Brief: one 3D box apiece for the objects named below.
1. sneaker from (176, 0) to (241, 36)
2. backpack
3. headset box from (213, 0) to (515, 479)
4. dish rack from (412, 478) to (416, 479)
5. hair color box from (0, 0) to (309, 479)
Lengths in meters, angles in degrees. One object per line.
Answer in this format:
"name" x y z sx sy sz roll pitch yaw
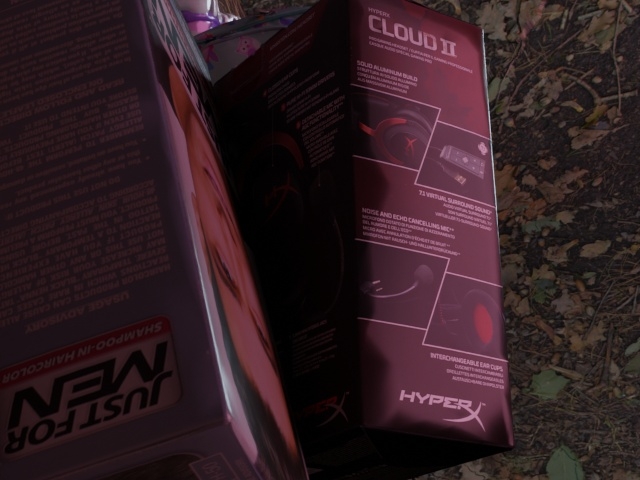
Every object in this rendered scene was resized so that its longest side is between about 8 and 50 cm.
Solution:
"sneaker" -0.142 -0.221 1.531 0.236 0.095 0.105 7 71 -81
"backpack" -0.035 -0.138 1.221 0.144 0.188 0.166 -173 -116 -77
"headset box" 0.000 0.000 0.794 0.218 0.110 0.293 -30 -126 50
"dish rack" 0.040 0.256 1.363 0.208 0.074 0.272 -68 137 -70
"hair color box" -0.103 -0.006 0.661 0.185 0.113 0.375 67 6 -52
